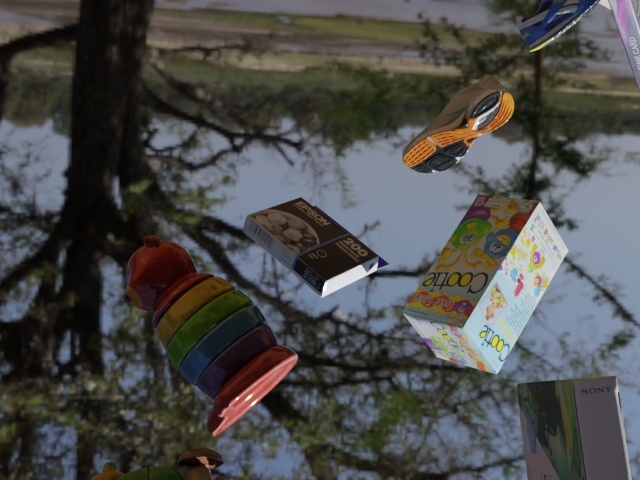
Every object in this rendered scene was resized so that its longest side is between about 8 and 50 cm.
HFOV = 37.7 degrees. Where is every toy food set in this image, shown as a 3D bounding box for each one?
[{"bbox_3d":[-0.161,0.273,1.035,0.217,0.071,0.128,-2,153,-4],"label":"toy food set"}]

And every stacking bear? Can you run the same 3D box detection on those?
[{"bbox_3d":[-0.186,0.121,1.414,0.164,0.289,0.175,-37,167,-26],"label":"stacking bear"}]

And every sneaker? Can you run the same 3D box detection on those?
[{"bbox_3d":[0.282,-0.244,1.957,0.262,0.099,0.121,-34,-147,20],"label":"sneaker"},{"bbox_3d":[0.326,-0.316,1.251,0.144,0.059,0.053,-37,175,15],"label":"sneaker"}]

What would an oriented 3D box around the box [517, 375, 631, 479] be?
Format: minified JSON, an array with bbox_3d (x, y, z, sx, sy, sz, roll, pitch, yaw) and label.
[{"bbox_3d":[0.309,0.286,1.147,0.058,0.232,0.322,-5,170,-1],"label":"box"}]

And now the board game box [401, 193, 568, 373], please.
[{"bbox_3d":[0.293,0.071,1.652,0.142,0.275,0.144,10,147,47],"label":"board game box"}]

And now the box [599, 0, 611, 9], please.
[{"bbox_3d":[0.531,-0.447,1.582,0.275,0.094,0.113,11,169,-37],"label":"box"}]

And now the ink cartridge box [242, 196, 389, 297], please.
[{"bbox_3d":[0.000,0.000,1.716,0.206,0.045,0.208,38,-144,25],"label":"ink cartridge box"}]

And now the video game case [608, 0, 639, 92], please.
[{"bbox_3d":[0.357,-0.246,1.024,0.026,0.274,0.196,-7,-132,30],"label":"video game case"}]
